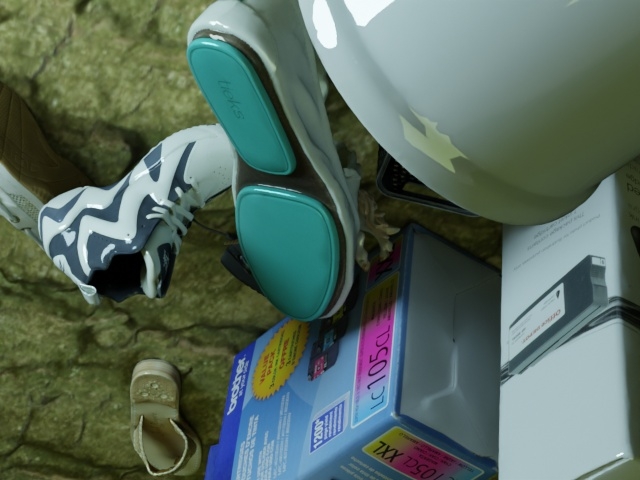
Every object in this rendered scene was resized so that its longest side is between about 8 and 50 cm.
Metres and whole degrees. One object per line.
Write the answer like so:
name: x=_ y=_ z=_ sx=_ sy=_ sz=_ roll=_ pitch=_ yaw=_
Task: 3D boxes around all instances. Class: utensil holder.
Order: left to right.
utensil holder: x=0.223 y=-0.245 z=1.245 sx=0.328 sy=0.327 sz=0.385 roll=31 pitch=131 yaw=-25

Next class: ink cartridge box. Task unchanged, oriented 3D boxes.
ink cartridge box: x=0.018 y=0.200 z=1.805 sx=0.151 sy=0.270 sz=0.395 roll=30 pitch=133 yaw=-22
ink cartridge box: x=0.328 y=0.137 z=1.603 sx=0.285 sy=0.395 sz=0.166 roll=31 pitch=133 yaw=-25

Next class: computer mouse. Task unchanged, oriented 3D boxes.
computer mouse: x=-0.105 y=0.004 z=1.773 sx=0.242 sy=0.041 sz=0.071 roll=30 pitch=134 yaw=-23

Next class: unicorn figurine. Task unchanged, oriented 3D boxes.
unicorn figurine: x=0.000 y=0.000 z=1.738 sx=0.162 sy=0.060 sz=0.111 roll=-35 pitch=88 yaw=13

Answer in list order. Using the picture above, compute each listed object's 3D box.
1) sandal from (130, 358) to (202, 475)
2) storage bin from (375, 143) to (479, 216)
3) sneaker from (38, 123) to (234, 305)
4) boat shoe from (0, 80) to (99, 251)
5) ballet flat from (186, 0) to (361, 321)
sandal: x=-0.199 y=0.249 z=2.029 sx=0.088 sy=0.079 sz=0.240 roll=2 pitch=138 yaw=5
storage bin: x=0.132 y=-0.119 z=1.575 sx=0.122 sy=0.084 sz=0.180 roll=13 pitch=139 yaw=-8
sneaker: x=-0.151 y=-0.012 z=1.627 sx=0.235 sy=0.153 sz=0.094 roll=-22 pitch=139 yaw=-11
boat shoe: x=-0.320 y=-0.068 z=1.676 sx=0.096 sy=0.098 sz=0.277 roll=-17 pitch=135 yaw=22
ballet flat: x=-0.021 y=-0.086 z=1.594 sx=0.139 sy=0.139 sz=0.400 roll=-4 pitch=136 yaw=12
